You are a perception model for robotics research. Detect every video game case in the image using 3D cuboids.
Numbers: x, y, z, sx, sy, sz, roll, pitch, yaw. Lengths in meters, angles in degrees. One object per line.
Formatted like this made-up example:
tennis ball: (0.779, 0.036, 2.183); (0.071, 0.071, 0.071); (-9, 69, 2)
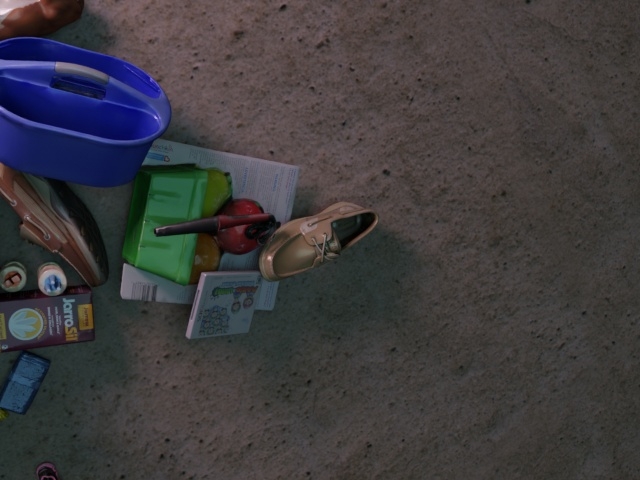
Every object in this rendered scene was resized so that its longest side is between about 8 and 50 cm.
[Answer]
video game case: (-0.194, 0.130, 1.604); (0.157, 0.019, 0.143); (0, 112, -46)

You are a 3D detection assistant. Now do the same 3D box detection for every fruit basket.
fruit basket: (-0.226, -0.026, 1.629); (0.353, 0.165, 0.327); (7, 96, -37)

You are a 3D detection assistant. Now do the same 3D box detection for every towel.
towel: (-0.597, 0.286, 1.571); (0.067, 0.029, 0.119); (29, 78, -25)

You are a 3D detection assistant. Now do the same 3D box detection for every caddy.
caddy: (-0.446, -0.245, 1.414); (0.341, 0.241, 0.179); (11, 137, -22)

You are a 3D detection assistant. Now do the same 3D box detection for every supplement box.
supplement box: (-0.548, 0.153, 1.548); (0.188, 0.081, 0.104); (-5, 100, -20)

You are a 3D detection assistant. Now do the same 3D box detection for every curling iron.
curling iron: (-0.196, -0.020, 1.527); (0.274, 0.035, 0.068); (-2, 102, -40)

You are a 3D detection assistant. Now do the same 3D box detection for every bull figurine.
bull figurine: (-0.582, -0.408, 1.421); (0.310, 0.188, 0.101); (-35, 64, -21)

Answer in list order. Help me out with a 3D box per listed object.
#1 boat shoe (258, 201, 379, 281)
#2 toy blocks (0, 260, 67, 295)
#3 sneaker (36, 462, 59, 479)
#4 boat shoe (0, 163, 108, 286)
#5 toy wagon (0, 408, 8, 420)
boat shoe: (0.000, 0.000, 1.679); (0.302, 0.098, 0.109); (-29, 114, -35)
toy blocks: (-0.552, 0.076, 1.499); (0.123, 0.148, 0.054); (1, 97, -21)
sneaker: (-0.546, 0.518, 1.616); (0.047, 0.057, 0.119); (-35, 110, -15)
boat shoe: (-0.525, -0.041, 1.518); (0.116, 0.123, 0.324); (-25, 111, 4)
toy wagon: (-0.759, 0.448, 1.518); (0.344, 0.068, 0.267); (-46, 111, -9)
